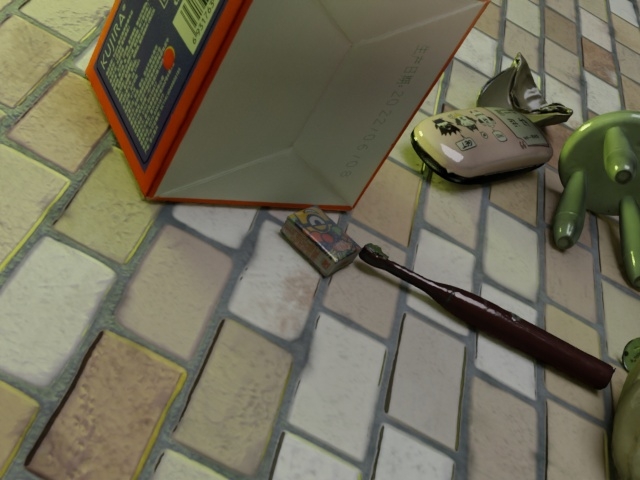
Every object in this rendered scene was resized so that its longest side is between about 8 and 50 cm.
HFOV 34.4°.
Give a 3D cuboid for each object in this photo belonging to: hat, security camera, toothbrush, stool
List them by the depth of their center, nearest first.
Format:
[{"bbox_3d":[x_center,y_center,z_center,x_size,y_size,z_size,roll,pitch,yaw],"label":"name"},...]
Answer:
[{"bbox_3d":[0.208,0.094,1.293,0.364,0.041,0.041,28,33,-9],"label":"toothbrush"},{"bbox_3d":[0.455,0.161,1.415,0.092,0.058,0.058,12,37,-49],"label":"security camera"},{"bbox_3d":[0.473,-0.071,1.588,0.195,0.195,0.198,25,36,-13],"label":"stool"},{"bbox_3d":[0.339,-0.239,1.818,0.175,0.085,0.147,-26,74,-28],"label":"hat"}]

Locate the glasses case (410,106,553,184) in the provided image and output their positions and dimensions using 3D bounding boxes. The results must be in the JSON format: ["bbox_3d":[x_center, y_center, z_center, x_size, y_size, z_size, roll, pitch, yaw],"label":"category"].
[{"bbox_3d":[0.256,-0.151,1.613,0.314,0.075,0.122,-13,57,-48],"label":"glasses case"}]

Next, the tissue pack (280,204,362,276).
[{"bbox_3d":[0.000,0.000,1.243,0.083,0.035,0.063,46,35,15],"label":"tissue pack"}]

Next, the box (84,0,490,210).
[{"bbox_3d":[-0.054,-0.246,1.229,0.319,0.348,0.256,-1,46,-39],"label":"box"}]

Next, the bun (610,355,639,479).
[{"bbox_3d":[0.514,0.243,1.201,0.360,0.211,0.359,22,36,-17],"label":"bun"}]
